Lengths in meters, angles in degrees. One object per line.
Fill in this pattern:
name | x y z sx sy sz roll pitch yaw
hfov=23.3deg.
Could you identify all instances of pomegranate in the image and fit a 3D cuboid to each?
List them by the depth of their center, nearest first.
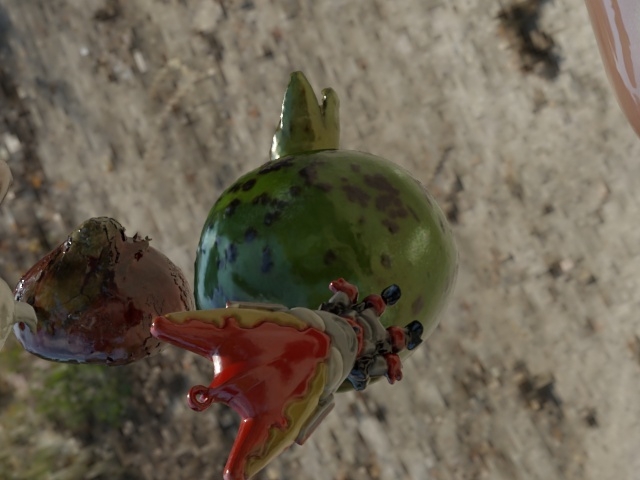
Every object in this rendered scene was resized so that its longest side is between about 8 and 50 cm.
pomegranate | 0.000 0.000 1.221 0.211 0.211 0.263 111 151 -58

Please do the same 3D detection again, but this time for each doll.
doll | -0.013 0.072 0.948 0.057 0.169 0.109 -41 73 47

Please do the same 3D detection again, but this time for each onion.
onion | -0.212 0.044 1.508 0.184 0.184 0.147 28 123 53

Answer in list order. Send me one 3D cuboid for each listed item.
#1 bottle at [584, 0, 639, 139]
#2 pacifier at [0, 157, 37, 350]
bottle | 0.242 -0.132 0.819 0.206 0.173 0.297 -19 79 34
pacifier | -0.189 0.083 0.566 0.332 0.273 0.220 -122 46 -67
